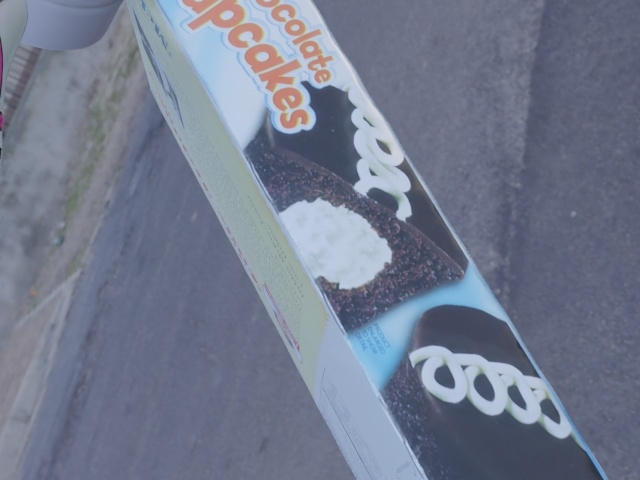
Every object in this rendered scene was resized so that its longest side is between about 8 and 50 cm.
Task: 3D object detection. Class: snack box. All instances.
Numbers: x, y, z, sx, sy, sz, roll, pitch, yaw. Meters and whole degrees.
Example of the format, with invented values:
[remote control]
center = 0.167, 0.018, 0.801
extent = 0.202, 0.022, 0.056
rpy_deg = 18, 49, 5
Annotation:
[snack box]
center = 0.000, 0.000, 0.418
extent = 0.322, 0.060, 0.187
rpy_deg = 60, 169, 16

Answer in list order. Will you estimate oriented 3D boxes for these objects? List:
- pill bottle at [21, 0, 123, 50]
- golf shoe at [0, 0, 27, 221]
[pill bottle]
center = -0.212, -0.385, 0.848
extent = 0.392, 0.224, 0.224
rpy_deg = -52, 25, 35
[golf shoe]
center = -0.150, -0.022, 0.336
extent = 0.067, 0.086, 0.186
rpy_deg = -2, 54, 28
